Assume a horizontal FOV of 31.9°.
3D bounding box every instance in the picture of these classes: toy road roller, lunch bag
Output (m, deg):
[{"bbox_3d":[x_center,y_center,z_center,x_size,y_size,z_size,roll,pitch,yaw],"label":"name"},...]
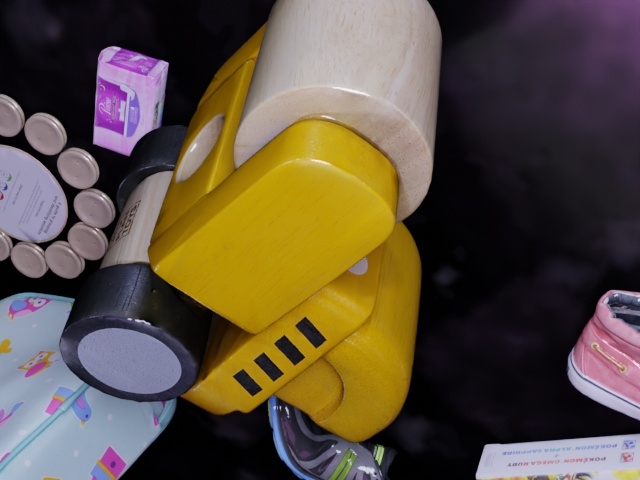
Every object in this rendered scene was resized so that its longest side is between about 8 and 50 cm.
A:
[{"bbox_3d":[0.000,0.000,0.768,0.240,0.202,0.329,32,132,-21],"label":"toy road roller"},{"bbox_3d":[-0.271,0.161,0.948,0.224,0.279,0.108,3,125,35],"label":"lunch bag"}]

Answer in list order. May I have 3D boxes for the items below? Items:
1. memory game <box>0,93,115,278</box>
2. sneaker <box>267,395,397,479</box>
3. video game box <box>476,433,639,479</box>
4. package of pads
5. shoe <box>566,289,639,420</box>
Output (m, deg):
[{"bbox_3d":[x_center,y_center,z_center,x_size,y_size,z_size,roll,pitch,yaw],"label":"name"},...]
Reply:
[{"bbox_3d":[-0.260,-0.043,0.965,0.186,0.012,0.186,12,127,16],"label":"memory game"},{"bbox_3d":[0.024,0.192,0.984,0.078,0.067,0.188,-38,102,17],"label":"sneaker"},{"bbox_3d":[0.251,0.250,0.926,0.187,0.048,0.205,-13,118,28],"label":"video game box"},{"bbox_3d":[-0.147,-0.104,0.857,0.050,0.032,0.083,18,130,6],"label":"package of pads"},{"bbox_3d":[0.269,0.098,0.796,0.178,0.063,0.081,23,135,13],"label":"shoe"}]
